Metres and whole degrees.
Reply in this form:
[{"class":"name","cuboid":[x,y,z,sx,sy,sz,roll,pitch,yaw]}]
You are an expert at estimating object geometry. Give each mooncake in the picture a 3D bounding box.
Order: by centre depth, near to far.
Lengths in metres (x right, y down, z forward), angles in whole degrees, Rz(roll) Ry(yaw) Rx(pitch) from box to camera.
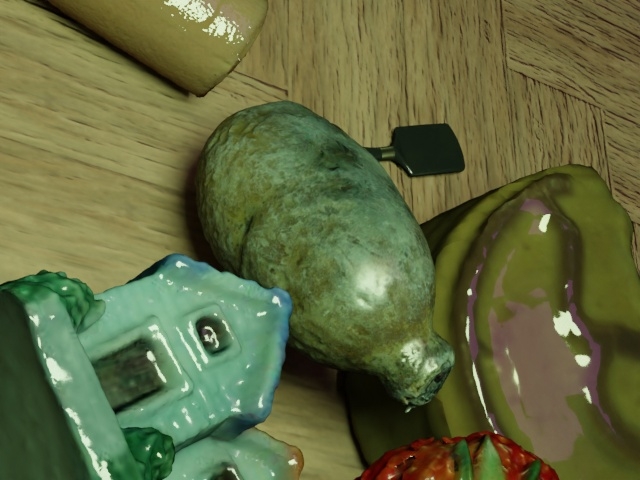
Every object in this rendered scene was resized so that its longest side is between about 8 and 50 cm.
[{"class":"mooncake","cuboid":[0.235,0.139,1.183,0.394,0.246,0.393,32,57,-15]}]

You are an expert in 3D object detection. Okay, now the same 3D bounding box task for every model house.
[{"class":"model house","cuboid":[-0.102,0.164,0.918,0.329,0.251,0.295,-17,77,-48]}]

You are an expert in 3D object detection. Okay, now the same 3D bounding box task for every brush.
[{"class":"brush","cuboid":[0.087,-0.099,1.343,0.193,0.016,0.063,-7,71,-40]}]

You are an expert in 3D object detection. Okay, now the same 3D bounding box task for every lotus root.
[{"class":"lotus root","cuboid":[0.000,-0.002,1.061,0.175,0.175,0.349,-5,43,-39]}]

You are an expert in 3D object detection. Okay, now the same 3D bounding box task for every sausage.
[{"class":"sausage","cuboid":[-0.185,-0.251,1.145,0.253,0.123,0.123,32,51,-21]}]

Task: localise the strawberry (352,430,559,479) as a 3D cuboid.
[{"class":"strawberry","cuboid":[0.086,0.298,0.951,0.250,0.288,0.239,-3,56,-17]}]
